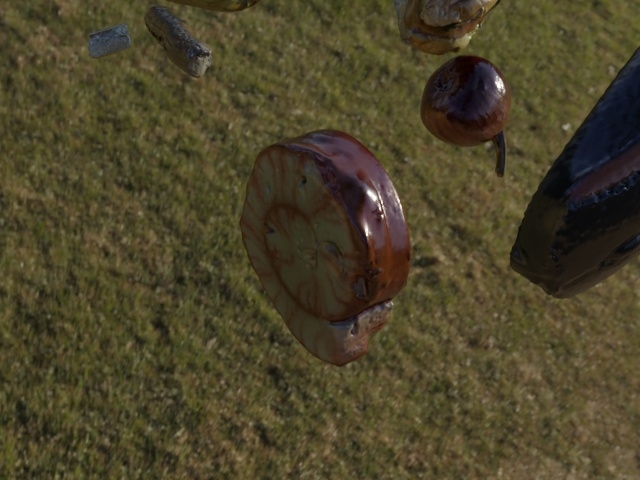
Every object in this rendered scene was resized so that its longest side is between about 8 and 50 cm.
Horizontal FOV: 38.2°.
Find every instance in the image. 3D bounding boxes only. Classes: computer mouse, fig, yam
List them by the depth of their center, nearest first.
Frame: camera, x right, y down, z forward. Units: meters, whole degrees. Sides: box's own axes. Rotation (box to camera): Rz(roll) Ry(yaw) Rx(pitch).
[{"bbox_3d":[0.308,-0.075,0.882,0.116,0.183,0.323,32,79,30],"label":"computer mouse"},{"bbox_3d":[-0.205,-0.288,1.328,0.057,0.056,0.241,-1,27,-24],"label":"yam"},{"bbox_3d":[0.290,-0.241,1.728,0.207,0.175,0.175,29,43,-30],"label":"fig"}]

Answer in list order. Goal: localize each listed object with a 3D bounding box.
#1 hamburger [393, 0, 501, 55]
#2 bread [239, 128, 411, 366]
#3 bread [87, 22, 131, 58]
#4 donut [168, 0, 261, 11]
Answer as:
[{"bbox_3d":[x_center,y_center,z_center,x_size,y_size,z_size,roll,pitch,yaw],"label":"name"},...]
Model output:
[{"bbox_3d":[0.252,-0.486,1.691,0.209,0.162,0.329,15,54,-25],"label":"hamburger"},{"bbox_3d":[-0.002,-0.004,1.352,0.114,0.327,0.295,-22,54,-30],"label":"bread"},{"bbox_3d":[-0.337,-0.321,1.481,0.070,0.035,0.083,-16,28,0],"label":"bread"},{"bbox_3d":[-0.104,-0.392,0.848,0.170,0.360,0.360,18,44,21],"label":"donut"}]
